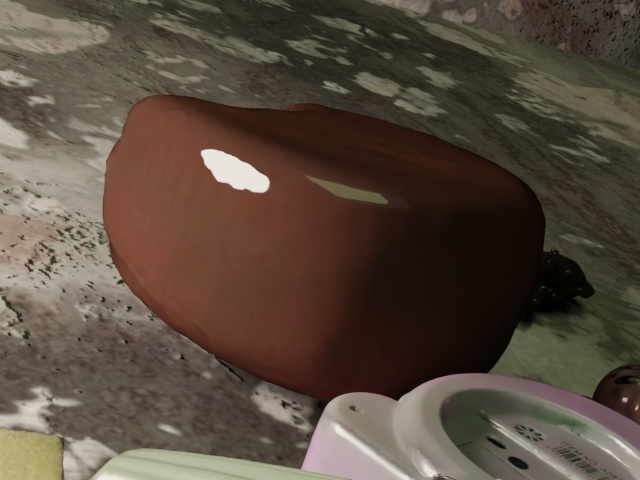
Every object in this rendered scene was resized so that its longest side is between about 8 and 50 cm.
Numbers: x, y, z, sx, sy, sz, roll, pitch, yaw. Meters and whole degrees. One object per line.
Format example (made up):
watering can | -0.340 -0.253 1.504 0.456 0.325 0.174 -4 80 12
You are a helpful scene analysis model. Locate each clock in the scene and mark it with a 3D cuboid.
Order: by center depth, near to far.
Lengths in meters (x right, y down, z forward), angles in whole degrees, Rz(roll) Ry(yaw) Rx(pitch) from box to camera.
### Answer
clock | 0.132 0.162 0.802 0.227 0.090 0.248 33 22 33

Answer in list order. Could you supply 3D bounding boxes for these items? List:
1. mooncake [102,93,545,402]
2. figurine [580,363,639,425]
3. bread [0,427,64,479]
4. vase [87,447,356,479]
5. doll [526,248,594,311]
mooncake | 0.000 0.000 0.983 0.333 0.174 0.326 15 17 -2
figurine | 0.245 0.129 1.021 0.067 0.071 0.083 61 32 -5
bread | -0.209 0.118 0.690 0.153 0.028 0.068 12 20 -16
vase | -0.001 0.167 0.621 0.248 0.128 0.128 17 17 24
doll | 0.200 0.025 1.280 0.139 0.057 0.165 24 11 18
